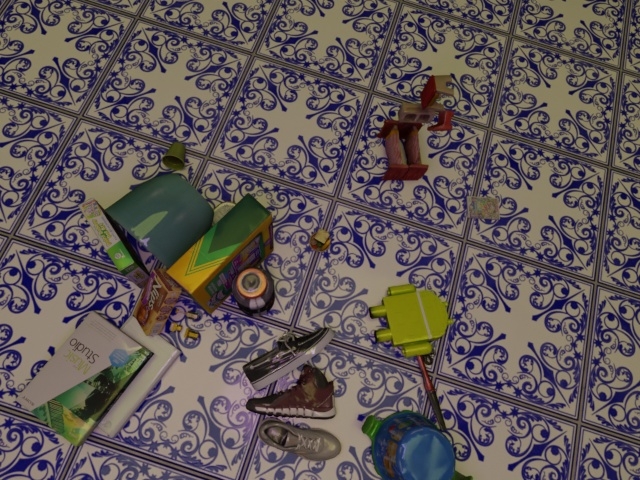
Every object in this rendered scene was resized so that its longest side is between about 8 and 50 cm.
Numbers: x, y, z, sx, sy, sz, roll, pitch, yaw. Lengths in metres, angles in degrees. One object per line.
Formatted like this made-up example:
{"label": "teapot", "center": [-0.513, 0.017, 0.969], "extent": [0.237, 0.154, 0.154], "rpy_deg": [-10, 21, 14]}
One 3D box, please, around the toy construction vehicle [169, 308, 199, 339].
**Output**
{"label": "toy construction vehicle", "center": [-0.436, 0.273, 1.506], "extent": [0.099, 0.035, 0.085], "rpy_deg": [13, 82, 2]}

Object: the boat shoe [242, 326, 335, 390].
{"label": "boat shoe", "center": [-0.102, 0.348, 1.466], "extent": [0.307, 0.113, 0.104], "rpy_deg": [-31, 92, -4]}

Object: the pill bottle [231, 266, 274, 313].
{"label": "pill bottle", "center": [-0.209, 0.159, 1.447], "extent": [0.131, 0.245, 0.130], "rpy_deg": [1, 72, -4]}

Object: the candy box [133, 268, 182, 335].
{"label": "candy box", "center": [-0.513, 0.193, 1.443], "extent": [0.109, 0.053, 0.186], "rpy_deg": [45, 115, 31]}

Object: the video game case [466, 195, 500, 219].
{"label": "video game case", "center": [0.612, -0.122, 1.733], "extent": [0.122, 0.011, 0.087], "rpy_deg": [3, 72, -4]}

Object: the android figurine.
{"label": "android figurine", "center": [0.306, 0.261, 1.542], "extent": [0.273, 0.056, 0.248], "rpy_deg": [-10, 63, -6]}

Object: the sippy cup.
{"label": "sippy cup", "center": [0.281, 0.627, 1.349], "extent": [0.306, 0.224, 0.239], "rpy_deg": [-3, 72, -5]}

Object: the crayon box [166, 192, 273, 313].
{"label": "crayon box", "center": [-0.287, 0.057, 1.412], "extent": [0.106, 0.363, 0.313], "rpy_deg": [42, 73, 9]}

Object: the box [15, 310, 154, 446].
{"label": "box", "center": [-0.700, 0.407, 1.381], "extent": [0.233, 0.058, 0.321], "rpy_deg": [33, 73, 7]}

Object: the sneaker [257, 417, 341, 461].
{"label": "sneaker", "center": [-0.065, 0.605, 1.380], "extent": [0.263, 0.121, 0.099], "rpy_deg": [13, 72, -1]}

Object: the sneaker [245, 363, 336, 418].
{"label": "sneaker", "center": [-0.087, 0.469, 1.443], "extent": [0.282, 0.106, 0.162], "rpy_deg": [9, 66, -13]}

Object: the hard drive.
{"label": "hard drive", "center": [-0.614, 0.417, 1.437], "extent": [0.203, 0.040, 0.307], "rpy_deg": [34, 72, 7]}

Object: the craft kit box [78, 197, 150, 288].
{"label": "craft kit box", "center": [-0.639, 0.017, 1.457], "extent": [0.061, 0.246, 0.249], "rpy_deg": [-34, 79, -13]}

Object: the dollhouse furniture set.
{"label": "dollhouse furniture set", "center": [0.324, -0.378, 1.605], "extent": [0.153, 0.374, 0.201], "rpy_deg": [-1, 70, -10]}

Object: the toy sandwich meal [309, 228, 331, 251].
{"label": "toy sandwich meal", "center": [0.000, 0.000, 1.631], "extent": [0.086, 0.029, 0.085], "rpy_deg": [1, 72, -4]}

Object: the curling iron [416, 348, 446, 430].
{"label": "curling iron", "center": [0.369, 0.476, 1.504], "extent": [0.068, 0.035, 0.273], "rpy_deg": [-8, 73, -7]}

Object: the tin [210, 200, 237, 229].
{"label": "tin", "center": [-0.357, -0.061, 1.619], "extent": [0.106, 0.040, 0.190], "rpy_deg": [43, 74, 14]}

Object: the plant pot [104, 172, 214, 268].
{"label": "plant pot", "center": [-0.486, -0.072, 1.469], "extent": [0.293, 0.293, 0.235], "rpy_deg": [40, 75, 8]}

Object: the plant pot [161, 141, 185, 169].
{"label": "plant pot", "center": [-0.523, -0.312, 1.668], "extent": [0.084, 0.083, 0.079], "rpy_deg": [8, 60, -2]}
